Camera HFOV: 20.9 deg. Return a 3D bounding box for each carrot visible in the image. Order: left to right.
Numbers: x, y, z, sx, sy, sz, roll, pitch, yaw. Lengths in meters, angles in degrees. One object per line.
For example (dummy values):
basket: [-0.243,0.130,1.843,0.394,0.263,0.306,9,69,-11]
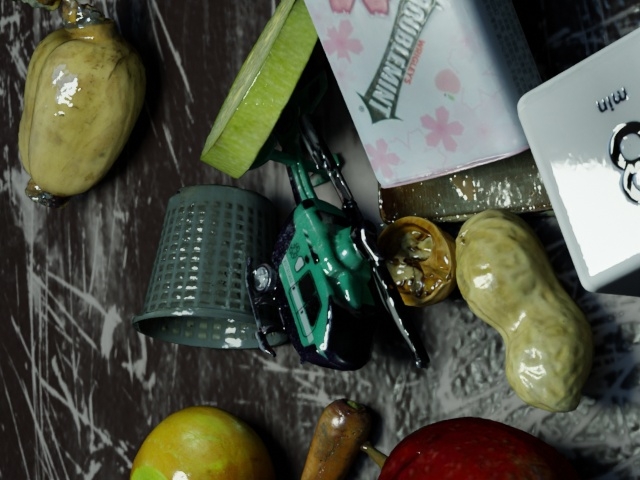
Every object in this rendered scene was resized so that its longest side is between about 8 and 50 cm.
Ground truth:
carrot: [0.008,0.244,1.864,0.055,0.055,0.161,35,114,34]

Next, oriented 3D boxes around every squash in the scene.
squash: [-0.049,-0.187,1.844,0.049,0.252,0.252,28,108,-8]

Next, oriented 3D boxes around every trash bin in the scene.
trash bin: [-0.115,0.028,1.914,0.175,0.175,0.161,-8,69,37]

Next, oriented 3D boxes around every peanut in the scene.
peanut: [0.200,0.068,1.694,0.098,0.103,0.229,95,150,-60]

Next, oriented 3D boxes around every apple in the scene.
apple: [-0.131,0.263,1.905,0.147,0.146,0.163,51,135,20]

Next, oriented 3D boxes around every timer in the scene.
timer: [0.322,-0.072,1.555,0.192,0.194,0.195,-30,70,32]

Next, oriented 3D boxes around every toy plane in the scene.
toy plane: [0.000,0.000,1.824,0.155,0.106,0.381,-42,48,33]

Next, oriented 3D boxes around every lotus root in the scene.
lotus root: [-0.284,-0.163,2.062,0.154,0.140,0.256,-125,49,-59]

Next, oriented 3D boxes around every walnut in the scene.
walnut: [0.108,0.024,1.797,0.121,0.052,0.091,22,97,48]

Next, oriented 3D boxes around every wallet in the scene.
wallet: [0.156,-0.078,1.787,0.232,0.031,0.121,-5,87,39]

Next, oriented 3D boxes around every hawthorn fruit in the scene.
hawthorn fruit: [0.131,0.271,1.681,0.266,0.210,0.230,35,121,48]

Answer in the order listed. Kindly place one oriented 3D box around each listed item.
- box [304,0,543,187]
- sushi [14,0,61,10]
box: [0.077,-0.247,1.679,0.190,0.112,0.369,-16,104,36]
sushi: [-0.406,-0.404,2.140,0.274,0.184,0.139,45,111,32]
